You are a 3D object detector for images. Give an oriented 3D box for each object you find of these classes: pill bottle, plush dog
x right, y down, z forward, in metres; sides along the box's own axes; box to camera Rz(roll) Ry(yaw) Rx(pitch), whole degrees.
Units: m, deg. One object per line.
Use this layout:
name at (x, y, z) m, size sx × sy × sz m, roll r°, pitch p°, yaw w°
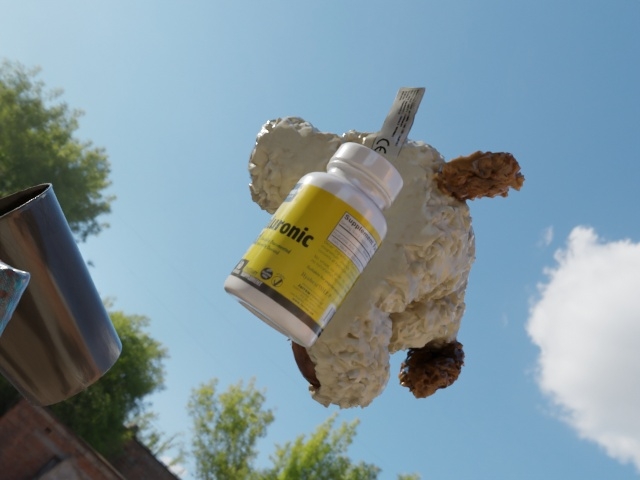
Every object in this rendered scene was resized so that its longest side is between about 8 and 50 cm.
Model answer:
pill bottle at (0.000, 0.000, 0.360) m, size 0.065 × 0.116 × 0.065 m, roll 33°, pitch -14°, yaw 9°
plush dog at (0.070, 0.014, 0.538) m, size 0.225 × 0.211 × 0.262 m, roll 61°, pitch 10°, yaw -62°

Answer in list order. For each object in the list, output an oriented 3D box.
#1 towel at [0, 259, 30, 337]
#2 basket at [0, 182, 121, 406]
towel at (-0.362, 0.171, 0.474) m, size 0.271 × 0.370 × 0.040 m, roll 14°, pitch -11°, yaw 43°
basket at (-0.354, 0.072, 0.714) m, size 0.204 × 0.154 × 0.226 m, roll -16°, pitch -67°, yaw 17°
